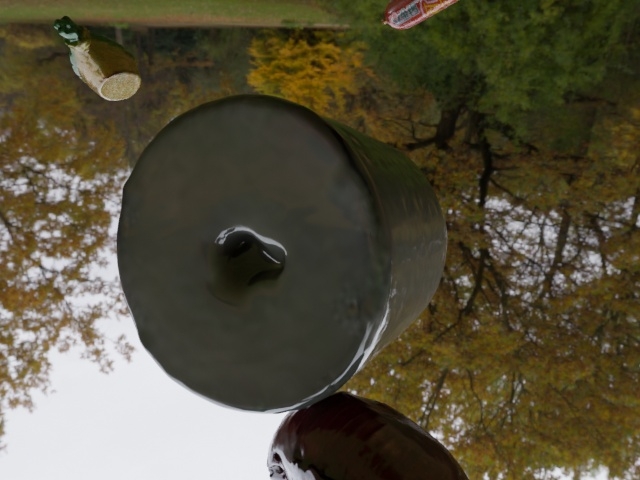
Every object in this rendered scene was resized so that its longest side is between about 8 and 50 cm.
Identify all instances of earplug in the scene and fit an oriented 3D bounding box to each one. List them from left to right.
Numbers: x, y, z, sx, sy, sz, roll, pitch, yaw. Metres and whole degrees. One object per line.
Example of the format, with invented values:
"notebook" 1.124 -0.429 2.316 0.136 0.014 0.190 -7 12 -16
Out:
"earplug" 0.000 0.000 0.661 0.312 0.313 0.394 12 -170 25

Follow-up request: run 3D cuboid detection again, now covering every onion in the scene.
"onion" 0.054 0.254 0.520 0.248 0.248 0.161 14 -121 30

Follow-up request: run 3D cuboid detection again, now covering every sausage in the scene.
"sausage" 0.115 -0.266 0.557 0.050 0.048 0.145 -26 -169 -33

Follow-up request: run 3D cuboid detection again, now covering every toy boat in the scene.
"toy boat" -0.343 -0.282 0.818 0.089 0.088 0.229 -34 -173 -2
